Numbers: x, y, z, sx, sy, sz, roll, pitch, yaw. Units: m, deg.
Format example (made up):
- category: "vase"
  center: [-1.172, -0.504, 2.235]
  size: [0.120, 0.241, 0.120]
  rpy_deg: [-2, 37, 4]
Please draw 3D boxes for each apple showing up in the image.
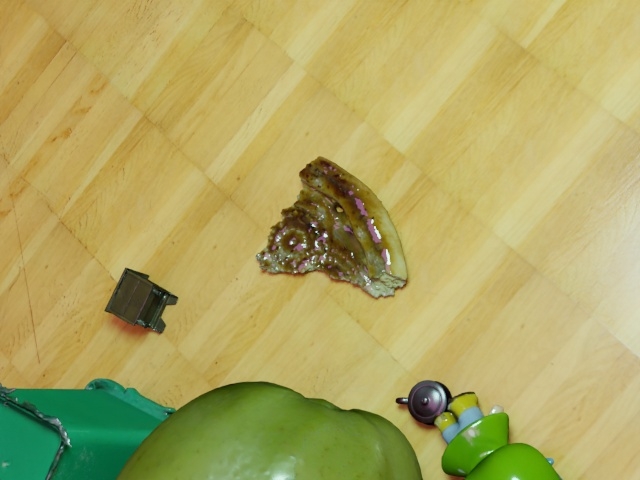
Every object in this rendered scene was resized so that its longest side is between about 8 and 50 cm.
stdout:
- category: "apple"
  center: [-0.076, 0.416, 1.684]
  size: [0.474, 0.474, 0.473]
  rpy_deg: [-6, 76, 24]

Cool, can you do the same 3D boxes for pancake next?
- category: "pancake"
  center: [0.000, 0.000, 1.949]
  size: [0.245, 0.057, 0.266]
  rpy_deg: [-29, 69, 18]

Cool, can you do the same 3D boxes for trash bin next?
- category: "trash bin"
  center: [-0.367, 0.362, 1.861]
  size: [0.295, 0.381, 0.259]
  rpy_deg: [22, 89, 27]

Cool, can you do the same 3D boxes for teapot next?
- category: "teapot"
  center: [0.160, 0.244, 1.826]
  size: [0.100, 0.045, 0.067]
  rpy_deg: [-2, 76, 24]

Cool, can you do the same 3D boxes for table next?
- category: "table"
  center: [-0.302, 0.105, 2.062]
  size: [0.082, 0.070, 0.083]
  rpy_deg: [26, 90, 28]

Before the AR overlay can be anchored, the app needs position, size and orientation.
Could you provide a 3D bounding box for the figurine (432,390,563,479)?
- category: "figurine"
  center: [0.252, 0.337, 1.717]
  size: [0.162, 0.143, 0.263]
  rpy_deg: [-44, 53, 14]
